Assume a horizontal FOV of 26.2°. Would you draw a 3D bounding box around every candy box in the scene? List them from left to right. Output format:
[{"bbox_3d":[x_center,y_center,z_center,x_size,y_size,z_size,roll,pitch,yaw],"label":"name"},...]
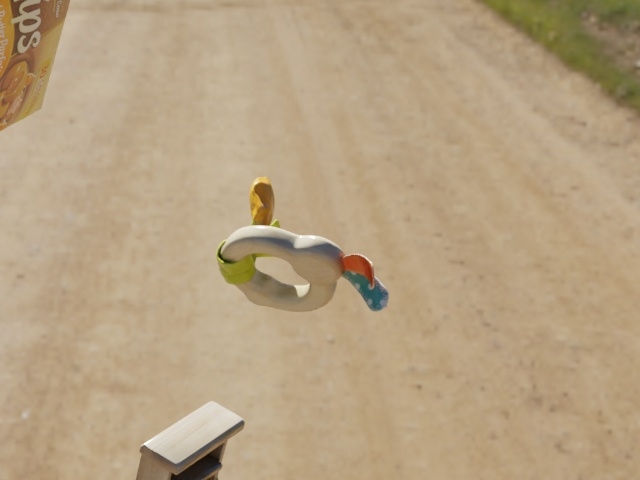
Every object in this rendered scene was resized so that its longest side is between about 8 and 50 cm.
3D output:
[{"bbox_3d":[-0.412,-0.272,1.743,0.087,0.316,0.183,36,42,12],"label":"candy box"}]

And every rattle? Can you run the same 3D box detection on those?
[{"bbox_3d":[0.000,0.000,1.437,0.199,0.130,0.143,-11,28,38],"label":"rattle"}]

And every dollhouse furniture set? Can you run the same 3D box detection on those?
[{"bbox_3d":[-0.075,0.450,1.957,0.394,0.256,0.362,27,28,22],"label":"dollhouse furniture set"}]
